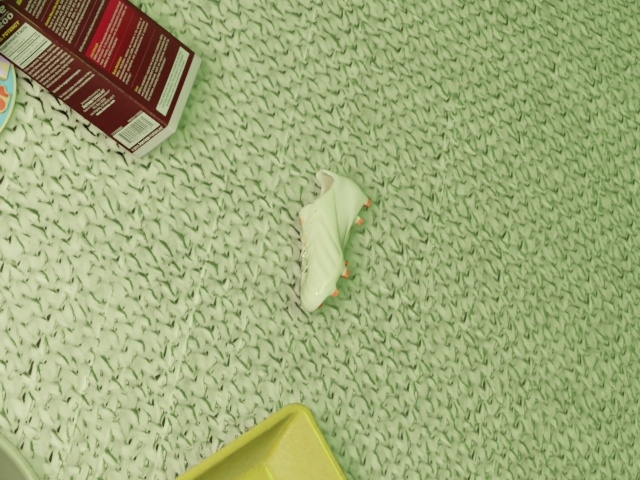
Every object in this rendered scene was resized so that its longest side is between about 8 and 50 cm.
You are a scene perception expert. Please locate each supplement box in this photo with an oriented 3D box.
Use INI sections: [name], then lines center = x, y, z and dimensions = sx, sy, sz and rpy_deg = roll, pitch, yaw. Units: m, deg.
[supplement box]
center = -0.254, -0.214, 1.573
dimensions = 0.239, 0.073, 0.130
rpy_deg = 38, 43, -24

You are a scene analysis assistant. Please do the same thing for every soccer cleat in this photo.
[soccer cleat]
center = 0.000, 0.000, 1.708
dimensions = 0.076, 0.068, 0.196
rpy_deg = 32, 50, -16

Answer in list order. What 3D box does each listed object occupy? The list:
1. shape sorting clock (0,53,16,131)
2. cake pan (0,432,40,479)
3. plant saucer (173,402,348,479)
[shape sorting clock]
center = -0.414, -0.176, 1.487
dimensions = 0.206, 0.040, 0.206
rpy_deg = 13, 66, -32
[cake pan]
center = -0.385, 0.296, 1.325
dimensions = 0.293, 0.054, 0.293
rpy_deg = 13, 66, -31
[plant saucer]
center = -0.073, 0.389, 1.498
dimensions = 0.333, 0.081, 0.333
rpy_deg = -30, 91, -39
